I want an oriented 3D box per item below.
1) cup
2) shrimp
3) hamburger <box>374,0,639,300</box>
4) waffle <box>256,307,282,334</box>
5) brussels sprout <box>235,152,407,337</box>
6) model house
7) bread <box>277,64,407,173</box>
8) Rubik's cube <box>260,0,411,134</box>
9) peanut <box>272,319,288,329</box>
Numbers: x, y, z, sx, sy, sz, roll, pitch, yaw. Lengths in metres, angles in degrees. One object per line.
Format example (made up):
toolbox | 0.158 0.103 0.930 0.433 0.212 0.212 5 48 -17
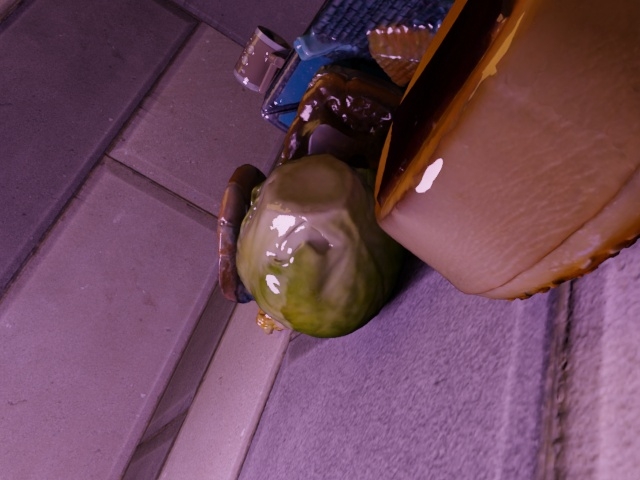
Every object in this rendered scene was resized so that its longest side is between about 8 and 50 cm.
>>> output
cup | -0.099 -0.319 1.115 0.074 0.102 0.099 -5 -42 -56
shrimp | -0.104 0.012 0.906 0.289 0.075 0.178 99 -174 -67
hamburger | 0.164 -0.096 0.451 0.300 0.176 0.300 -60 8 14
waffle | -0.028 0.031 1.193 0.329 0.062 0.329 -56 14 21
brussels sprout | 0.000 0.000 0.751 0.219 0.210 0.271 -49 -22 -15
model house | 0.104 -0.299 0.812 0.241 0.226 0.261 -25 2 -17
bread | 0.055 -0.154 0.938 0.110 0.209 0.192 -67 1 -67
Rubik's cube | 0.059 -0.278 1.104 0.260 0.259 0.255 -58 14 13
peanut | -0.009 0.030 0.963 0.137 0.122 0.253 75 -147 -61
